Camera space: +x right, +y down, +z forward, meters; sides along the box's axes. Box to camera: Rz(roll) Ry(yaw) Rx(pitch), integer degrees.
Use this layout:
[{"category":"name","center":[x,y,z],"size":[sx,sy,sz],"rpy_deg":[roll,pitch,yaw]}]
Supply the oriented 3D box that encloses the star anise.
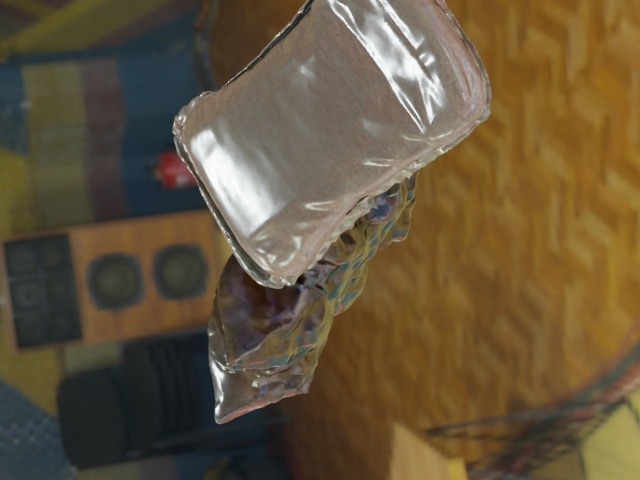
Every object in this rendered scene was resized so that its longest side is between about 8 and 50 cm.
[{"category":"star anise","center":[-0.005,0.014,1.344],"size":[0.315,0.108,0.315],"rpy_deg":[-61,-8,-14]}]

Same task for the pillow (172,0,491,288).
[{"category":"pillow","center":[0.003,-0.072,0.988],"size":[0.211,0.034,0.135],"rpy_deg":[-38,74,31]}]
